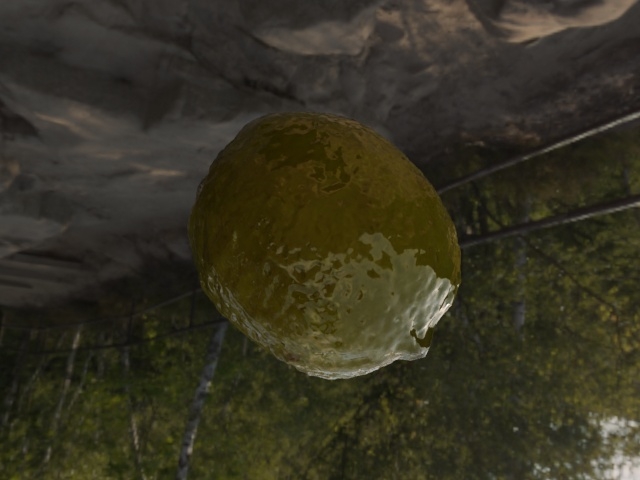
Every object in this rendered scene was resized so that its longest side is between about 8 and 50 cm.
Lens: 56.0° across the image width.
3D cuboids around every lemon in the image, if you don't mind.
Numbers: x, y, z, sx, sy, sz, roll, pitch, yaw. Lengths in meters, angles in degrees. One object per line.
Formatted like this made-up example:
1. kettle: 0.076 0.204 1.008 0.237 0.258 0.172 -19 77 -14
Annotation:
1. lemon: 0.001 0.002 0.425 0.180 0.181 0.193 11 -154 -37
